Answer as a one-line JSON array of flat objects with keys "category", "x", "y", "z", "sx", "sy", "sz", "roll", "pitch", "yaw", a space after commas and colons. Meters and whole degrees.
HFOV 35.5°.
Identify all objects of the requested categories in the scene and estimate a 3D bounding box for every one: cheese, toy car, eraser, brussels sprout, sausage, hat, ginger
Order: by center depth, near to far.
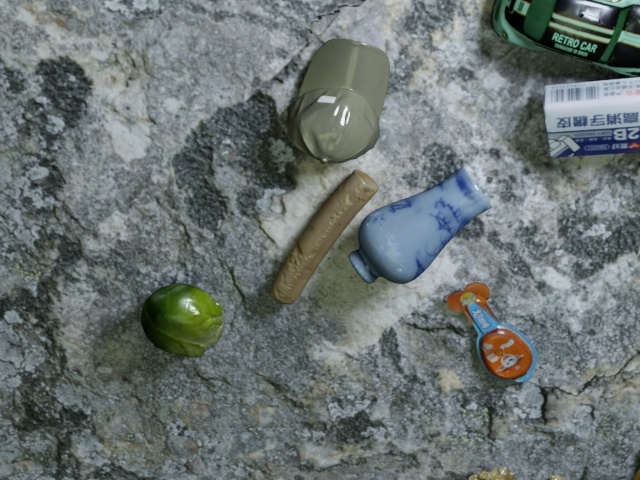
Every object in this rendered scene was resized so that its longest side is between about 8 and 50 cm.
[{"category": "toy car", "x": 0.425, "y": -0.341, "z": 1.571, "sx": 0.306, "sy": 0.125, "sz": 0.136, "roll": 15, "pitch": 117, "yaw": -4}, {"category": "eraser", "x": 0.475, "y": -0.202, "z": 1.633, "sx": 0.210, "sy": 0.068, "sz": 0.124, "roll": -2, "pitch": 139, "yaw": 17}, {"category": "hat", "x": 0.036, "y": -0.229, "z": 1.650, "sx": 0.166, "sy": 0.144, "sz": 0.173, "roll": 12, "pitch": 140, "yaw": -6}, {"category": "sausage", "x": -0.001, "y": -0.002, "z": 1.803, "sx": 0.066, "sy": 0.066, "sz": 0.301, "roll": 31, "pitch": 113, "yaw": -13}, {"category": "brussels sprout", "x": -0.256, "y": 0.141, "z": 1.857, "sx": 0.155, "sy": 0.117, "sz": 0.155, "roll": -13, "pitch": 141, "yaw": -11}, {"category": "cheese", "x": 0.328, "y": 0.180, "z": 1.898, "sx": 0.106, "sy": 0.037, "sz": 0.256, "roll": -30, "pitch": 114, "yaw": 15}, {"category": "ginger", "x": 0.415, "y": 0.532, "z": 2.072, "sx": 0.193, "sy": 0.052, "sz": 0.176, "roll": -16, "pitch": 111, "yaw": 9}]

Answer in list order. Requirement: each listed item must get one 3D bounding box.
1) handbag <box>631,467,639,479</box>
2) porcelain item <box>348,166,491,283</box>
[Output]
[{"category": "handbag", "x": 0.799, "y": 0.396, "z": 1.948, "sx": 0.283, "sy": 0.133, "sz": 0.401, "roll": 16, "pitch": 117, "yaw": -1}, {"category": "porcelain item", "x": 0.169, "y": -0.021, "z": 1.749, "sx": 0.259, "sy": 0.141, "sz": 0.141, "roll": -36, "pitch": 111, "yaw": 11}]
